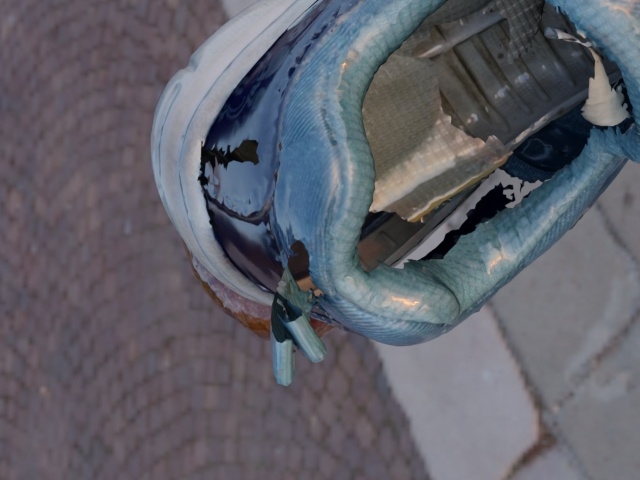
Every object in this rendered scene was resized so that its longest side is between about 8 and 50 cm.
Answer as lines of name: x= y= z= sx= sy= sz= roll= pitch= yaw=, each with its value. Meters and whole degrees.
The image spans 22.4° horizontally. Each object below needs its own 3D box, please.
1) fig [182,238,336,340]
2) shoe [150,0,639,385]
fig: x=0.000 y=0.000 z=1.088 sx=0.134 sy=0.201 sz=0.146 roll=-25 pitch=71 yaw=22
shoe: x=0.058 y=-0.049 z=0.368 sx=0.207 sy=0.091 sz=0.106 roll=-41 pitch=30 yaw=-2
